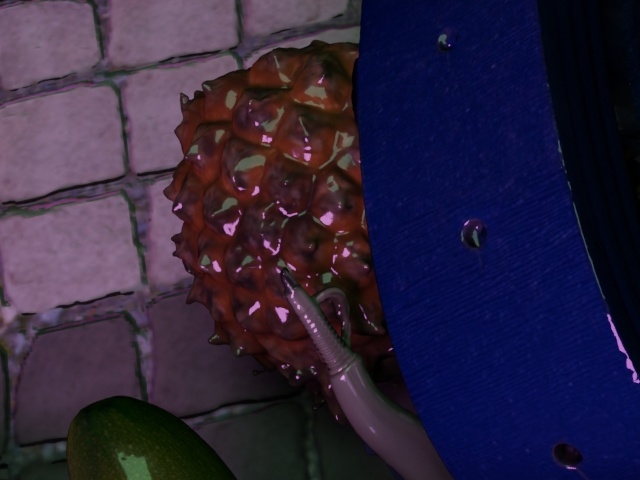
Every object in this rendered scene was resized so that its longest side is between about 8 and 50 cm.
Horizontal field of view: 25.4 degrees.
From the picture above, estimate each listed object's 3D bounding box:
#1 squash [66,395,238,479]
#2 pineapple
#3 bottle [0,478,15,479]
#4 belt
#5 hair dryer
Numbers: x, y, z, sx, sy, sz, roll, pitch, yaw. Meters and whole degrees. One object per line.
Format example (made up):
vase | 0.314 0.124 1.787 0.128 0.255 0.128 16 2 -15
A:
squash | -0.031 0.201 0.639 0.082 0.082 0.292 -27 80 -7
pineapple | 0.000 0.000 0.736 0.166 0.166 0.193 -10 76 3
bottle | -0.161 0.158 0.720 0.187 0.069 0.069 35 70 27
belt | 0.127 -0.040 0.671 0.117 0.212 0.346 -28 50 38
hair dryer | 0.020 0.130 0.668 0.199 0.067 0.167 34 86 -19
